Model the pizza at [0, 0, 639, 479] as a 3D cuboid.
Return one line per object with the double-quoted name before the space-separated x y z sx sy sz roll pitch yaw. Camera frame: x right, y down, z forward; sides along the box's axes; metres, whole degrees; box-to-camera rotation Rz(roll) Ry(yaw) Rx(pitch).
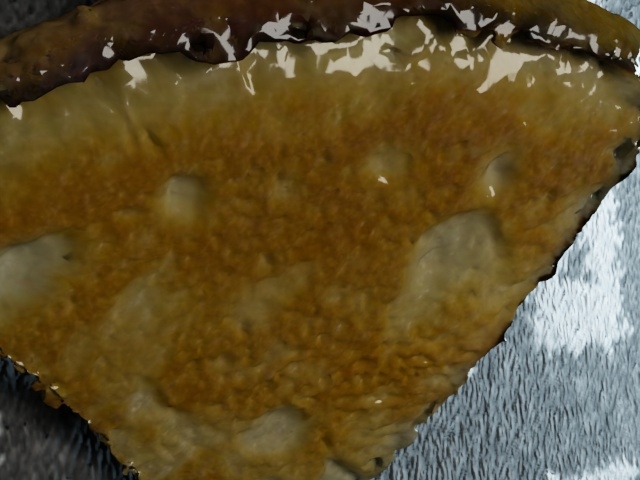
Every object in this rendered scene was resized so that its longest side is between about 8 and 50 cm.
"pizza" 0.001 -0.024 1.045 0.435 0.392 0.080 50 9 -45
